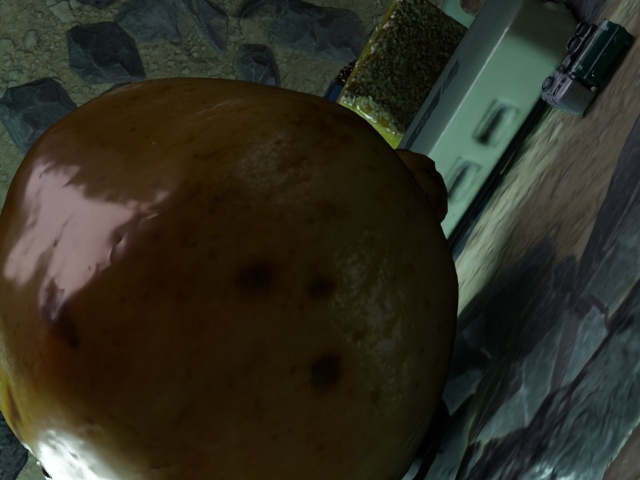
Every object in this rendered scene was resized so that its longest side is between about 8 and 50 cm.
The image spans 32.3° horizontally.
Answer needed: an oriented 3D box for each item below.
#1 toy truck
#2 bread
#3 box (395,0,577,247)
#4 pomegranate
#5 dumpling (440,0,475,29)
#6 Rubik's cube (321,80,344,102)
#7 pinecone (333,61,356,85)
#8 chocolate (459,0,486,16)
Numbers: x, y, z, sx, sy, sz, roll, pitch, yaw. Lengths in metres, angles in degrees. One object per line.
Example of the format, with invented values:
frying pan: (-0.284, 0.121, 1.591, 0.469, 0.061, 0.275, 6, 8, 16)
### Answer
toy truck: (0.221, -0.144, 0.916, 0.083, 0.039, 0.044, -58, 18, 13)
bread: (0.137, -0.226, 1.639, 0.234, 0.184, 0.110, -61, 10, -23)
box: (0.158, -0.122, 1.256, 0.373, 0.090, 0.367, -58, 5, 21)
pomegranate: (-0.052, 0.044, 0.864, 0.410, 0.410, 0.410, -60, 3, 6)
dumpling: (0.277, -0.423, 1.862, 0.149, 0.104, 0.216, -61, 3, -11)
Rubik's cube: (0.037, -0.091, 1.776, 0.205, 0.205, 0.207, -62, 3, -32)
pinecone: (0.104, -0.254, 2.231, 0.221, 0.221, 0.221, -60, 3, 6)
chocolate: (0.310, -0.422, 1.593, 0.254, 0.080, 0.157, -62, 18, 10)
